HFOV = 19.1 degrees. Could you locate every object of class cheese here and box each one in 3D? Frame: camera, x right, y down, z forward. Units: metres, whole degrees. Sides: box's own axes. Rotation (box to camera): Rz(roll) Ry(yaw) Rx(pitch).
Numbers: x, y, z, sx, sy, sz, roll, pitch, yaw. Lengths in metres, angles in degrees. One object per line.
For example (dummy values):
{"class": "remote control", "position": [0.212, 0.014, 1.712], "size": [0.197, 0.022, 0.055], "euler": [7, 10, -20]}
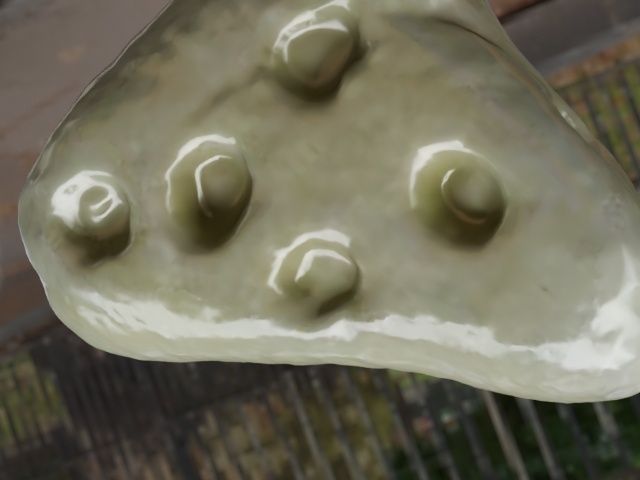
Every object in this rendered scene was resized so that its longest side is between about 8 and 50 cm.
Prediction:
{"class": "cheese", "position": [0.000, 0.000, 1.090], "size": [0.328, 0.351, 0.129], "euler": [-37, 165, 14]}
